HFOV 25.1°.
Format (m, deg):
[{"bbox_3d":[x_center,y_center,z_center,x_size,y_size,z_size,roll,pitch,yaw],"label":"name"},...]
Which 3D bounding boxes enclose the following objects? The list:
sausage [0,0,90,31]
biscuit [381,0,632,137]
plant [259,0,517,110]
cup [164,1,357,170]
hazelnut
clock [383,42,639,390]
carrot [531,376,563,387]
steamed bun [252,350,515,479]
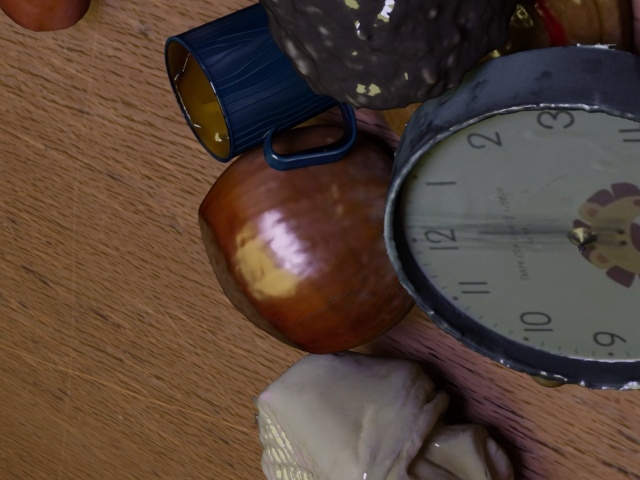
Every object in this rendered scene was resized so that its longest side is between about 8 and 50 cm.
[{"bbox_3d":[-0.269,-0.328,1.371,0.114,0.113,0.259,34,140,23],"label":"sausage"},{"bbox_3d":[0.126,-0.172,1.130,0.257,0.049,0.273,21,131,36],"label":"biscuit"},{"bbox_3d":[0.037,-0.216,0.999,0.204,0.178,0.234,25,146,43],"label":"plant"},{"bbox_3d":[-0.040,-0.132,1.239,0.113,0.138,0.150,11,126,67],"label":"cup"},{"bbox_3d":[0.000,0.000,1.298,0.214,0.176,0.214,4,119,8],"label":"hazelnut"},{"bbox_3d":[0.197,-0.006,1.076,0.313,0.061,0.312,12,138,11],"label":"clock"},{"bbox_3d":[0.233,0.046,1.193,0.049,0.049,0.254,42,138,14],"label":"carrot"},{"bbox_3d":[0.076,0.251,1.395,0.275,0.206,0.320,35,142,46],"label":"steamed bun"}]
